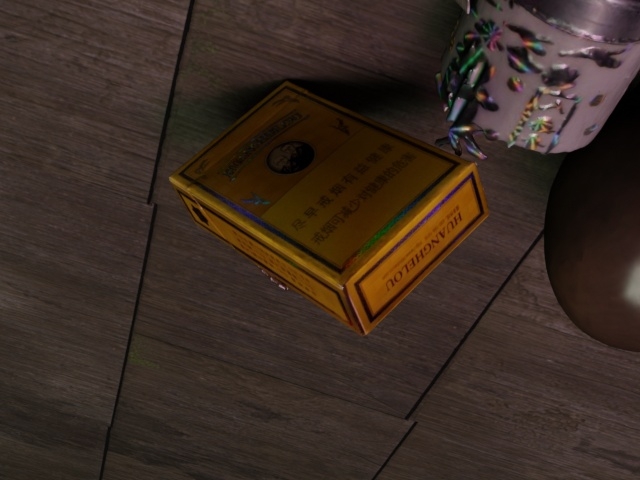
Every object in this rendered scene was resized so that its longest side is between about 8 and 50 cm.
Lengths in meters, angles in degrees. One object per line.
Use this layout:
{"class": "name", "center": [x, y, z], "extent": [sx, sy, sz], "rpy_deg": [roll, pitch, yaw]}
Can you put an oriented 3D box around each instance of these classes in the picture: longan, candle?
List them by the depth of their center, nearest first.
{"class": "candle", "center": [0.214, -0.183, 0.907], "extent": [0.187, 0.187, 0.330], "rpy_deg": [17, 139, -4]}
{"class": "longan", "center": [0.368, -0.002, 0.969], "extent": [0.300, 0.300, 0.243], "rpy_deg": [31, 151, -19]}

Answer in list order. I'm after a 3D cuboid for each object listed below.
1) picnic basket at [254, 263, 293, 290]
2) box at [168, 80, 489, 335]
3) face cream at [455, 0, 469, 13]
{"class": "picnic basket", "center": [0.000, 0.000, 1.246], "extent": [0.193, 0.055, 0.110], "rpy_deg": [-21, 127, 32]}
{"class": "box", "center": [0.001, -0.049, 0.988], "extent": [0.301, 0.193, 0.084], "rpy_deg": [31, 154, 41]}
{"class": "face cream", "center": [0.103, -0.376, 0.782], "extent": [0.084, 0.137, 0.341], "rpy_deg": [-16, 134, -11]}
